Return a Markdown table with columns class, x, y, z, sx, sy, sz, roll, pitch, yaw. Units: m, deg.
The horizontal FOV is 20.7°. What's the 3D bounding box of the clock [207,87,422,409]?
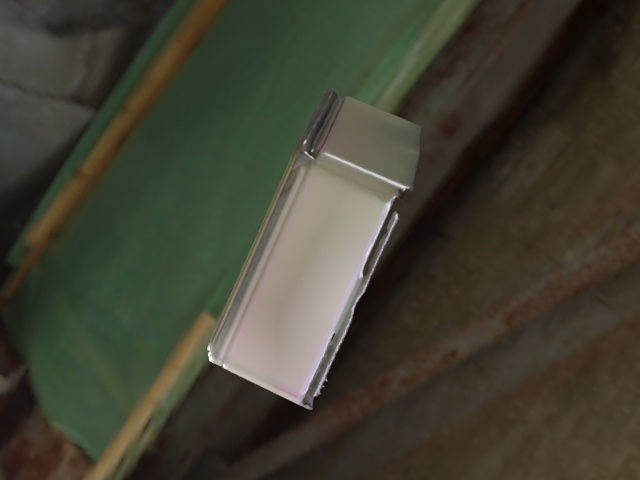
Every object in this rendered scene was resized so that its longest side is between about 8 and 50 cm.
| class | x | y | z | sx | sy | sz | roll | pitch | yaw |
| --- | --- | --- | --- | --- | --- | --- | --- | --- | --- |
| clock | 0.000 | 0.000 | 1.055 | 0.192 | 0.071 | 0.147 | -70 | -176 | -73 |
